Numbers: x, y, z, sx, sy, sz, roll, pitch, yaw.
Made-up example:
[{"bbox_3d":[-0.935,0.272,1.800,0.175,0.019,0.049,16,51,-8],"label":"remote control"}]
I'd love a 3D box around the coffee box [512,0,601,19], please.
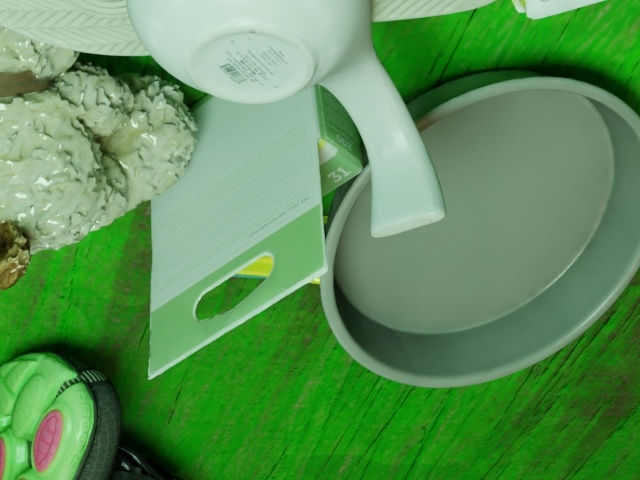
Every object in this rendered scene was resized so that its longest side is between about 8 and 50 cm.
[{"bbox_3d":[0.177,-0.359,0.624,0.334,0.338,0.338,-15,141,11],"label":"coffee box"}]

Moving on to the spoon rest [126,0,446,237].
[{"bbox_3d":[-0.009,-0.102,0.923,0.137,0.084,0.276,-16,144,24],"label":"spoon rest"}]

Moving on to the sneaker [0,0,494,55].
[{"bbox_3d":[-0.053,-0.210,0.920,0.350,0.148,0.131,-4,160,-4],"label":"sneaker"}]

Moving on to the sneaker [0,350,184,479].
[{"bbox_3d":[-0.216,0.251,1.470,0.202,0.185,0.483,-17,147,-17],"label":"sneaker"}]

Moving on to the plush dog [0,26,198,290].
[{"bbox_3d":[-0.221,-0.105,1.009,0.262,0.210,0.225,-7,110,-2],"label":"plush dog"}]

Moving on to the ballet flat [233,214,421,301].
[{"bbox_3d":[0.000,0.000,1.247,0.231,0.077,0.077,8,125,-16],"label":"ballet flat"}]

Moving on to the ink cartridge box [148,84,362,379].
[{"bbox_3d":[-0.049,-0.022,1.079,0.171,0.235,0.056,-32,135,29],"label":"ink cartridge box"}]

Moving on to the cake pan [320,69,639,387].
[{"bbox_3d":[0.130,-0.011,1.200,0.293,0.054,0.293,-12,128,-16],"label":"cake pan"}]
